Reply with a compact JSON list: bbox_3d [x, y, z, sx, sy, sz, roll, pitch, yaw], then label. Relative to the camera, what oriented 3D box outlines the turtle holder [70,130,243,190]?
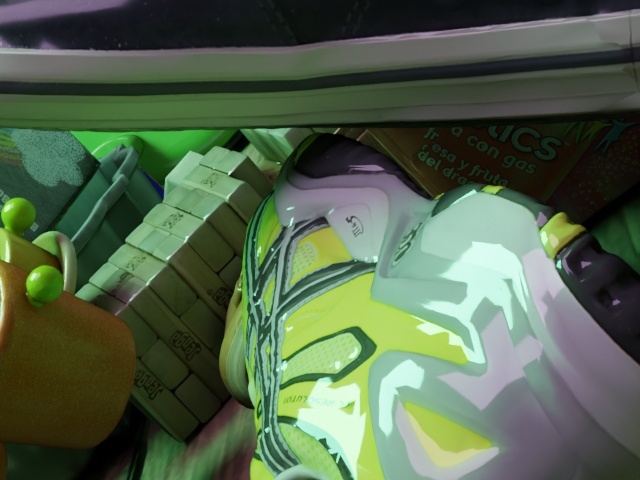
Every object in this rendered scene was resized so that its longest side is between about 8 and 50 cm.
[{"bbox_3d":[-0.156,-0.184,1.787,0.320,0.243,0.227,-56,-2,-8],"label":"turtle holder"}]

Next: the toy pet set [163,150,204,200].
[{"bbox_3d":[-0.079,-0.013,1.466,0.122,0.065,0.114,-53,-20,-42],"label":"toy pet set"}]

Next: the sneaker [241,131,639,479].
[{"bbox_3d":[0.018,0.057,0.723,0.147,0.145,0.385,-51,10,-6],"label":"sneaker"}]

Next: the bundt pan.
[{"bbox_3d":[-0.204,0.090,1.335,0.331,0.124,0.331,-43,13,12],"label":"bundt pan"}]

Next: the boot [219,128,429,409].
[{"bbox_3d":[0.000,0.000,1.052,0.197,0.073,0.152,-57,8,-3],"label":"boot"}]

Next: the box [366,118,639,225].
[{"bbox_3d":[0.124,-0.140,0.994,0.154,0.142,0.300,-38,15,28],"label":"box"}]

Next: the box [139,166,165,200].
[{"bbox_3d":[-0.193,0.018,1.637,0.137,0.072,0.126,-51,15,-27],"label":"box"}]

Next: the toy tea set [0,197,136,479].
[{"bbox_3d":[-0.223,0.137,1.058,0.200,0.124,0.336,23,93,59],"label":"toy tea set"}]

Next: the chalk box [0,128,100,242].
[{"bbox_3d":[-0.267,-0.011,1.274,0.132,0.132,0.213,-35,15,36],"label":"chalk box"}]

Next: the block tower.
[{"bbox_3d":[-0.022,-0.024,1.181,0.335,0.097,0.091,-45,21,-11],"label":"block tower"}]

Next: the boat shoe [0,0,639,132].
[{"bbox_3d":[0.003,-0.120,0.778,0.500,0.156,0.187,-2,3,24],"label":"boat shoe"}]
